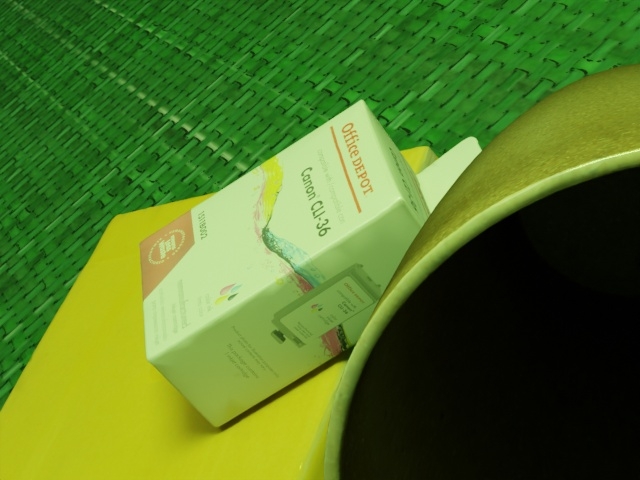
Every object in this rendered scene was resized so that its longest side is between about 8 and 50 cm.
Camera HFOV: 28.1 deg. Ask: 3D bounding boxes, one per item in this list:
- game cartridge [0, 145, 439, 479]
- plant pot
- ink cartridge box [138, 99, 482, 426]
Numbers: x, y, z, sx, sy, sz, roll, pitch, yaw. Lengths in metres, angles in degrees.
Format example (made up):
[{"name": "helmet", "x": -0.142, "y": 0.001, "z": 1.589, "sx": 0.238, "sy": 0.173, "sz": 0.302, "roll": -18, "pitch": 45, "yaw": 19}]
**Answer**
[{"name": "game cartridge", "x": -0.082, "y": 0.092, "z": 0.777, "sx": 0.285, "sy": 0.053, "sz": 0.324, "roll": -10, "pitch": 43, "yaw": 37}, {"name": "plant pot", "x": 0.135, "y": 0.025, "z": 0.499, "sx": 0.237, "sy": 0.237, "sz": 0.254, "roll": -25, "pitch": 20, "yaw": 19}, {"name": "ink cartridge box", "x": 0.000, "y": 0.000, "z": 0.698, "sx": 0.198, "sy": 0.067, "sz": 0.115, "roll": -32, "pitch": 33, "yaw": 10}]
